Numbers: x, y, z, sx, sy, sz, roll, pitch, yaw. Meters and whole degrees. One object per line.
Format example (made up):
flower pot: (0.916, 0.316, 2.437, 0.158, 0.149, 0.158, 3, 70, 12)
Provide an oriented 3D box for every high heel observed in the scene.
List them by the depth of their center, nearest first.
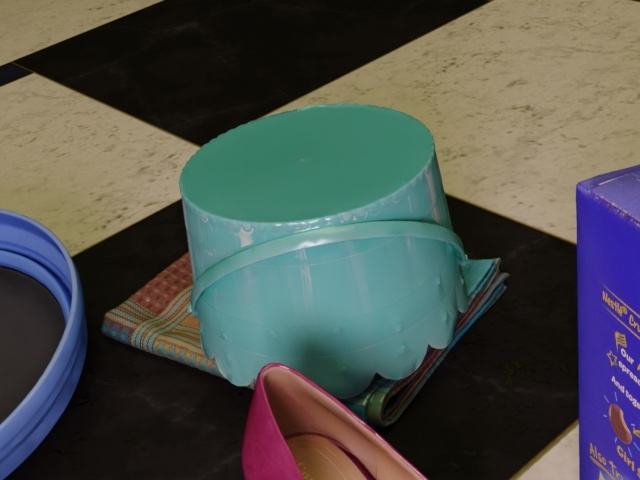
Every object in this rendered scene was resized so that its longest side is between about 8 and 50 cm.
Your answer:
high heel: (0.077, 0.224, 0.637, 0.377, 0.181, 0.127, 22, 44, 40)

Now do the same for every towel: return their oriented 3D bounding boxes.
towel: (-0.022, 0.064, 1.053, 0.370, 0.040, 0.271, 14, 39, 33)

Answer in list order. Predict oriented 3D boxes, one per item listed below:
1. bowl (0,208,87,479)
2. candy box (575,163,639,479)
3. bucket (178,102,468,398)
bowl: (-0.424, 0.123, 0.980, 0.391, 0.077, 0.391, -6, 44, 6)
candy box: (0.278, 0.135, 0.592, 0.122, 0.317, 0.268, -19, 34, -13)
bucket: (0.000, 0.000, 0.936, 0.281, 0.183, 0.281, -8, 31, 5)
